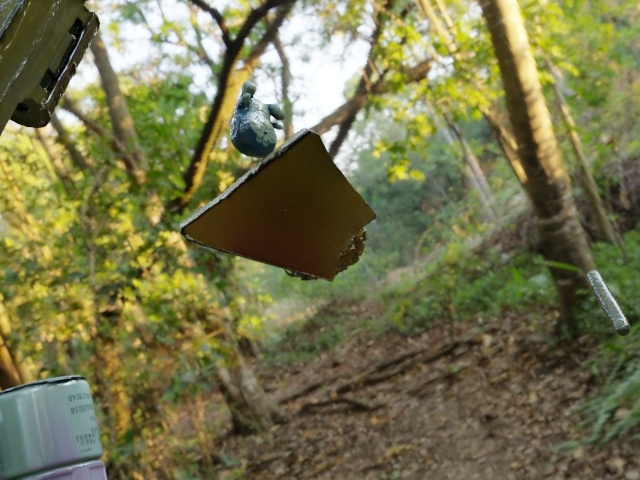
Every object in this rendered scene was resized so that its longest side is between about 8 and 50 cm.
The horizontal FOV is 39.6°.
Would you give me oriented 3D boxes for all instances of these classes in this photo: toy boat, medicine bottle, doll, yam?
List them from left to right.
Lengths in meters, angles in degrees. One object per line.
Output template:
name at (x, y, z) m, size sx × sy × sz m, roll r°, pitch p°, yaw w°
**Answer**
toy boat at (-0.239, -0.140, 0.712) m, size 0.068 × 0.225 × 0.088 m, roll 5°, pitch -27°, yaw 28°
medicine bottle at (-0.339, 0.265, 1.105) m, size 0.135 × 0.168 × 0.135 m, roll -15°, pitch -14°, yaw -4°
doll at (-0.077, -0.136, 1.061) m, size 0.051 × 0.083 × 0.076 m, roll -26°, pitch -40°, yaw 36°
yam at (0.342, 0.074, 1.058) m, size 0.021 × 0.021 × 0.116 m, roll -28°, pitch 31°, yaw 14°

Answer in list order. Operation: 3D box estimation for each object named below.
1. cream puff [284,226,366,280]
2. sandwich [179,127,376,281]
cream puff at (0.000, 0.000, 1.698) m, size 0.189 × 0.129 × 0.189 m, roll -6°, pitch -49°, yaw -7°
sandwich at (-0.043, -0.014, 1.042) m, size 0.193 × 0.162 × 0.058 m, roll -37°, pitch 13°, yaw -1°
